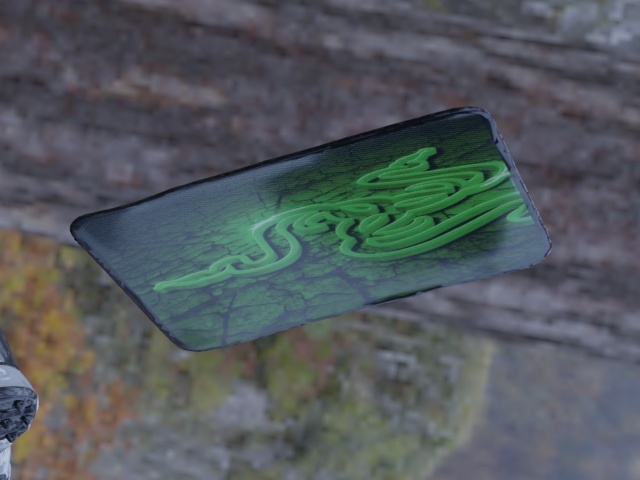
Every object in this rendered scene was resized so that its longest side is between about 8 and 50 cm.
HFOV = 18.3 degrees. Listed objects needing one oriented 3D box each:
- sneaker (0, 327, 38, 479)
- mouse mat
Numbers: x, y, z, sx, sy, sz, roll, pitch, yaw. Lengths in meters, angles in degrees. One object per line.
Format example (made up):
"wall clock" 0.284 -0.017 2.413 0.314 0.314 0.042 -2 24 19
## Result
"sneaker" -0.224 0.099 1.162 0.234 0.078 0.106 -55 -130 54
"mouse mat" 0.000 0.000 0.887 0.152 0.189 0.007 54 22 -58
